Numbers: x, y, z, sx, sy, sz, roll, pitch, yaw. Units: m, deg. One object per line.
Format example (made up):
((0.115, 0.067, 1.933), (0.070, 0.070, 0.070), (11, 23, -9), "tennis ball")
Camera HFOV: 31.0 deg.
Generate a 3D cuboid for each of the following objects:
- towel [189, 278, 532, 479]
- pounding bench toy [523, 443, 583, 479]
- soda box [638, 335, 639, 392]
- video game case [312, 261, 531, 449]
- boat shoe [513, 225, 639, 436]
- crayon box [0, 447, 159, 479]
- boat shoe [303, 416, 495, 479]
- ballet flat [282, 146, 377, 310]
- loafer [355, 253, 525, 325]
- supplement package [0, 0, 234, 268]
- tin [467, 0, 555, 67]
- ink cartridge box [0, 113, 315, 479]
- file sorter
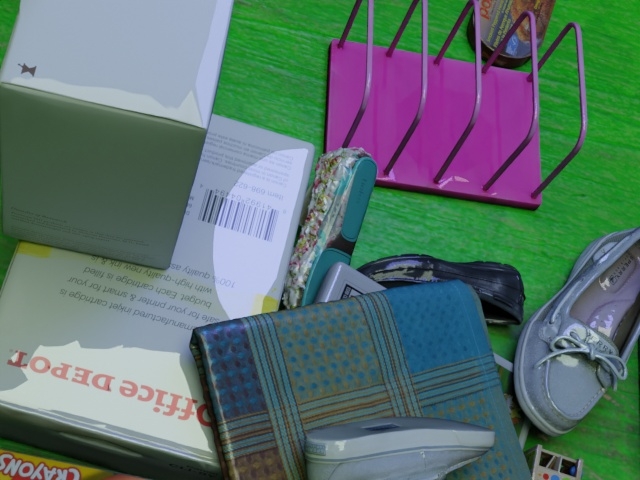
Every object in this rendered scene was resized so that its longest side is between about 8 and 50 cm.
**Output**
((0.053, 0.190, 1.210), (0.370, 0.040, 0.271), (-8, 78, -35), "towel")
((0.263, 0.289, 1.330), (0.065, 0.052, 0.083), (20, 63, -6), "pounding bench toy")
((0.436, 0.183, 1.413), (0.067, 0.071, 0.210), (11, 64, -9), "soda box")
((0.081, 0.232, 1.284), (0.300, 0.036, 0.329), (31, 61, -14), "video game case")
((0.335, 0.096, 1.392), (0.118, 0.103, 0.320), (43, 56, -3), "boat shoe")
((-0.304, 0.365, 1.089), (0.363, 0.106, 0.313), (11, 63, 0), "crayon box")
((0.079, 0.224, 1.155), (0.228, 0.079, 0.081), (1, 93, -35), "boat shoe")
((0.000, 0.000, 1.375), (0.077, 0.091, 0.241), (12, 76, 38), "ballet flat")
((0.144, 0.065, 1.386), (0.223, 0.076, 0.078), (4, 57, -17), "loafer")
((-0.193, -0.121, 1.078), (0.175, 0.293, 0.177), (13, 63, -8), "supplement package")
((0.268, -0.325, 1.621), (0.106, 0.040, 0.189), (26, 62, -7), "tin")
((-0.190, 0.050, 1.257), (0.279, 0.160, 0.384), (17, 63, -8), "ink cartridge box")
((0.168, -0.186, 1.448), (0.291, 0.182, 0.202), (8, 64, -11), "file sorter")
